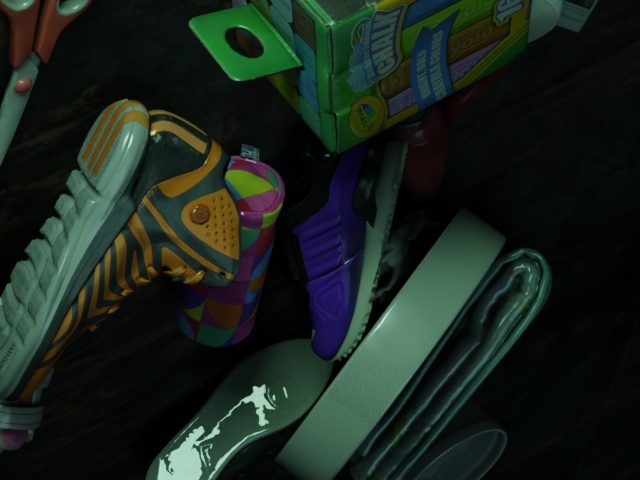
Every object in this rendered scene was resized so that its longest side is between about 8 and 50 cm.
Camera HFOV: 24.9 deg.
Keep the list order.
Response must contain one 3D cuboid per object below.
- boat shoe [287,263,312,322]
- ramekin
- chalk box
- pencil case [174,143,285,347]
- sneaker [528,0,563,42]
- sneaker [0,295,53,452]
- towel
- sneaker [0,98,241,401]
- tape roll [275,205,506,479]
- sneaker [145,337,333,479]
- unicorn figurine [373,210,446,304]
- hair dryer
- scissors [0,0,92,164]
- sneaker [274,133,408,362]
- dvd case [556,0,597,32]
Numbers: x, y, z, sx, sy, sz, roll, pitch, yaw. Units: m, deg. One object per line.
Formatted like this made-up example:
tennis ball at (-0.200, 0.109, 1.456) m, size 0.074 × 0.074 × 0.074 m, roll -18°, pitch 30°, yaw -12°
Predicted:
boat shoe at (0.009, 0.042, 1.768) m, size 0.072 × 0.068 × 0.190 m, roll -56°, pitch 157°, yaw -24°
ramekin at (0.183, 0.328, 2.294) m, size 0.207 × 0.109 × 0.207 m, roll -27°, pitch 148°, yaw -18°
chalk box at (0.027, -0.216, 1.303) m, size 0.289 × 0.180 × 0.179 m, roll -28°, pitch 149°, yaw -15°
pencil case at (-0.102, 0.010, 1.560) m, size 0.104 × 0.104 × 0.236 m, roll -20°, pitch 144°, yaw -29°
sneaker at (0.135, -0.202, 1.448) m, size 0.228 × 0.092 × 0.087 m, roll -13°, pitch 132°, yaw -1°
sneaker at (-0.322, 0.153, 1.495) m, size 0.103 × 0.111 × 0.252 m, roll 4°, pitch 129°, yaw -50°
towel at (0.181, 0.171, 1.974) m, size 0.374 × 0.090 × 0.320 m, roll -50°, pitch 173°, yaw 2°
sneaker at (-0.183, 0.036, 1.387) m, size 0.180 × 0.124 × 0.321 m, roll 23°, pitch 107°, yaw -31°
tape roll at (0.087, 0.131, 1.763) m, size 0.392 × 0.072 × 0.392 m, roll -53°, pitch 176°, yaw -6°
sneaker at (-0.104, 0.243, 1.888) m, size 0.295 × 0.104 × 0.147 m, roll -42°, pitch 169°, yaw -12°
unicorn figurine at (0.090, 0.017, 1.824) m, size 0.111 × 0.060 × 0.162 m, roll -38°, pitch 166°, yaw -12°
hair dryer at (0.159, -0.153, 1.633) m, size 0.223 × 0.080 × 0.294 m, roll -10°, pitch 140°, yaw -41°
scissors at (-0.245, -0.151, 1.250) m, size 0.109 × 0.021 × 0.297 m, roll -21°, pitch 145°, yaw -31°
sneaker at (0.000, -0.001, 1.617) m, size 0.146 × 0.102 × 0.293 m, roll 13°, pitch 123°, yaw 1°
dvd case at (0.282, -0.341, 1.522) m, size 0.179 × 0.029 × 0.239 m, roll 5°, pitch 121°, yaw -51°
